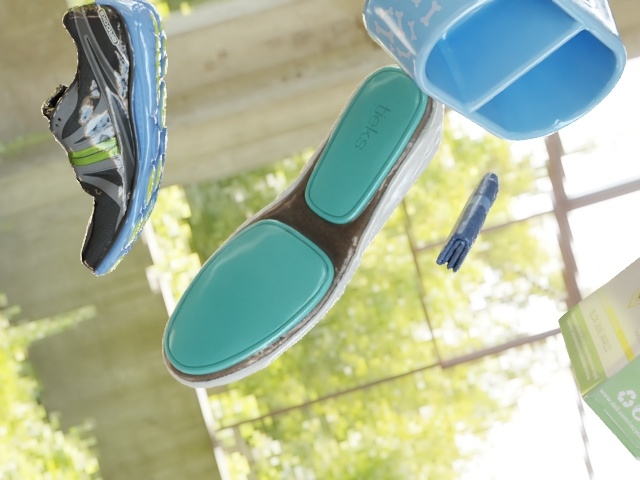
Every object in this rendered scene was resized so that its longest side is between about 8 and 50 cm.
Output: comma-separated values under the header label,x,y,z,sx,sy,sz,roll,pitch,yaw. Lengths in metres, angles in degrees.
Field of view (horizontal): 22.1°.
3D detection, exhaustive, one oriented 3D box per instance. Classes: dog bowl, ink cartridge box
label,x,y,z,sx,sy,sz,roll,pitch,yaw
dog bowl,0.160,-0.171,1.399,0.297,0.166,0.074,23,35,-55
ink cartridge box,0.248,0.014,0.934,0.056,0.235,0.171,49,11,-6

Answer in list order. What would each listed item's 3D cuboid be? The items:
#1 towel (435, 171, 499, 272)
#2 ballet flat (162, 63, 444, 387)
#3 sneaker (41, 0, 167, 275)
label,x,y,z,sx,sy,sz,roll,pitch,yaw
towel,0.172,-0.021,1.867,0.119,0.029,0.067,-59,178,-41
ballet flat,0.000,0.000,1.688,0.139,0.400,0.139,38,-2,1
sneaker,-0.143,-0.069,1.079,0.067,0.078,0.188,-71,166,-68
